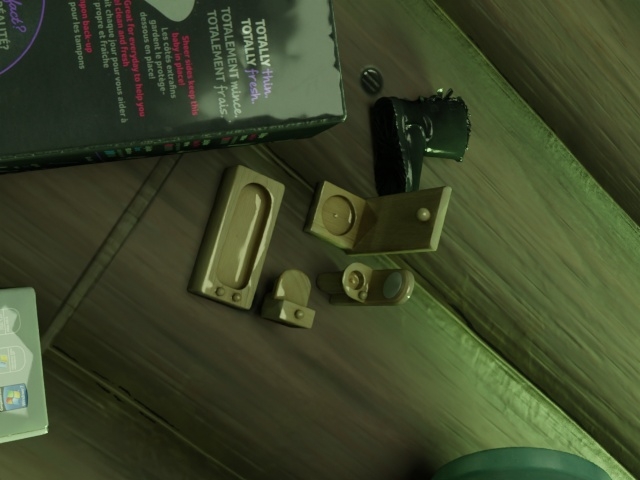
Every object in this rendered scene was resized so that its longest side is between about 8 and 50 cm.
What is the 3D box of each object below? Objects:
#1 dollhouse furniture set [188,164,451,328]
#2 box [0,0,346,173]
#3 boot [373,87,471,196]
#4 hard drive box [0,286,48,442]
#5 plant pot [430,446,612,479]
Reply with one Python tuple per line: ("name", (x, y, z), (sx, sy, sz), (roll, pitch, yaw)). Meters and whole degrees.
("dollhouse furniture set", (0.000, 0.000, 0.818), (0.151, 0.123, 0.144), (24, 74, -31))
("box", (-0.133, -0.139, 0.667), (0.271, 0.143, 0.165), (-7, 93, -8))
("boot", (0.101, -0.087, 0.942), (0.099, 0.045, 0.121), (-5, 89, -38))
("hard drive box", (-0.304, 0.083, 0.572), (0.232, 0.181, 0.089), (-6, 90, -35))
("plant pot", (0.180, 0.305, 0.853), (0.293, 0.293, 0.196), (32, 44, -28))
